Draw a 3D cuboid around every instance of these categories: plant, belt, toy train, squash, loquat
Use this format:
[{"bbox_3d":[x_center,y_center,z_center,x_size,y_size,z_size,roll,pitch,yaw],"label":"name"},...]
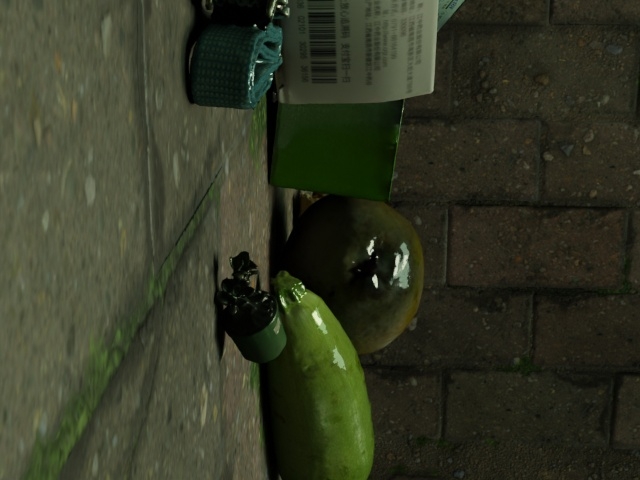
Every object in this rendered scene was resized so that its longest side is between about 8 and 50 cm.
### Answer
[{"bbox_3d":[-0.060,0.053,1.035,0.051,0.051,0.102,-84,161,-47],"label":"plant"},{"bbox_3d":[-0.057,-0.151,0.939,0.179,0.065,0.100,-78,177,-78],"label":"belt"},{"bbox_3d":[0.034,-0.192,1.435,0.307,0.173,0.249,-78,175,-68],"label":"toy train"},{"bbox_3d":[-0.002,0.170,1.408,0.118,0.118,0.370,-84,172,-45],"label":"squash"},{"bbox_3d":[0.035,0.036,1.477,0.227,0.179,0.179,100,-5,-58],"label":"loquat"}]

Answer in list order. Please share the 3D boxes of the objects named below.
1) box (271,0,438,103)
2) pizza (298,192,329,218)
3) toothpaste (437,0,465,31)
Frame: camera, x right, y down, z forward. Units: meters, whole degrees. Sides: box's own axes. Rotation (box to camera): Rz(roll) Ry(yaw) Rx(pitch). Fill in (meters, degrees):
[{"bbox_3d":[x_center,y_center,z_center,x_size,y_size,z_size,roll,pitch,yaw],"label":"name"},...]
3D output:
[{"bbox_3d":[0.020,-0.289,1.124,0.173,0.145,0.333,86,1,-50],"label":"box"},{"bbox_3d":[-0.001,0.004,1.748,0.271,0.056,0.134,75,19,-70],"label":"pizza"},{"bbox_3d":[0.132,-0.348,2.146,0.313,0.089,0.071,-47,-127,46],"label":"toothpaste"}]
